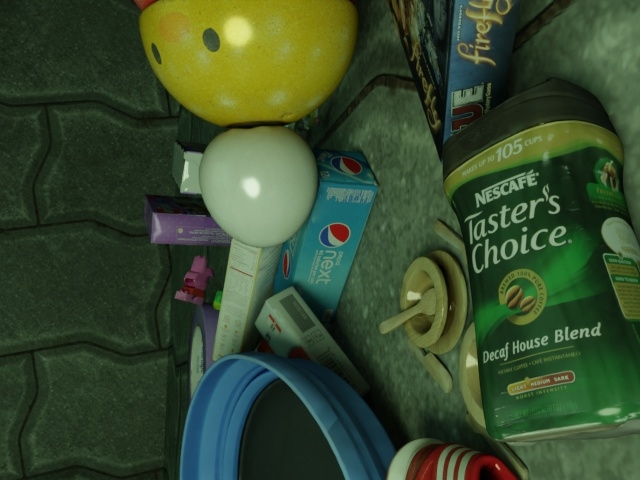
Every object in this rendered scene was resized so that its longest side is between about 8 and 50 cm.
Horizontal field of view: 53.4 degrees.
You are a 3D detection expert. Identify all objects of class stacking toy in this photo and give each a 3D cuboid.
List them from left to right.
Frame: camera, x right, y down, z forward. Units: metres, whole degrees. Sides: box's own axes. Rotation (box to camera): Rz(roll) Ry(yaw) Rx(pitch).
[{"bbox_3d":[-0.063,-0.232,0.610,0.350,0.351,0.479,180,84,-71],"label":"stacking toy"}]

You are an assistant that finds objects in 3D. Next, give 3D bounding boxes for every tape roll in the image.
[{"bbox_3d":[-0.210,0.265,1.295,0.275,0.090,0.274,-177,90,-72],"label":"tape roll"}]

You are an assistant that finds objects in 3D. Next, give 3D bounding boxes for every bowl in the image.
[{"bbox_3d":[-0.033,0.304,0.636,0.391,0.077,0.391,3,94,55],"label":"bowl"}]

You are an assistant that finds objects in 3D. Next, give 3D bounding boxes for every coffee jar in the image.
[{"bbox_3d":[0.123,0.010,0.341,0.096,0.079,0.184,-32,56,47],"label":"coffee jar"}]

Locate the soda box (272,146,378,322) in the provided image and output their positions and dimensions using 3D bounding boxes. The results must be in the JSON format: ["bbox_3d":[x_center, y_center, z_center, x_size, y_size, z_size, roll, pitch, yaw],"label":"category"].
[{"bbox_3d":[0.000,0.000,0.740,0.071,0.067,0.210,-108,28,-48],"label":"soda box"}]

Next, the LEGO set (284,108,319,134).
[{"bbox_3d":[-0.067,-0.236,0.815,0.107,0.132,0.287,-109,-4,-48],"label":"LEGO set"}]

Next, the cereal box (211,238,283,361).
[{"bbox_3d":[-0.072,0.034,0.848,0.173,0.047,0.240,-49,-23,-56],"label":"cereal box"}]

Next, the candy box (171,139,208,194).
[{"bbox_3d":[-0.162,-0.120,1.088,0.196,0.165,0.070,-142,58,-68],"label":"candy box"}]

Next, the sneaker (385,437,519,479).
[{"bbox_3d":[0.091,0.244,0.409,0.128,0.087,0.221,139,129,-67],"label":"sneaker"}]

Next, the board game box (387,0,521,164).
[{"bbox_3d":[0.082,-0.202,0.471,0.165,0.042,0.243,78,-179,-56],"label":"board game box"}]

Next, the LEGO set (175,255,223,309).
[{"bbox_3d":[-0.117,0.073,1.010,0.227,0.087,0.093,32,-109,-63],"label":"LEGO set"}]

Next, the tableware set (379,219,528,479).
[{"bbox_3d":[0.100,0.071,0.476,0.194,0.039,0.128,-129,46,-63],"label":"tableware set"}]

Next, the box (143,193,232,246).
[{"bbox_3d":[-0.233,-0.042,1.232,0.293,0.201,0.057,-149,64,-70],"label":"box"}]

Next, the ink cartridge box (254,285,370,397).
[{"bbox_3d":[-0.030,0.155,0.742,0.145,0.045,0.179,52,143,16],"label":"ink cartridge box"}]
